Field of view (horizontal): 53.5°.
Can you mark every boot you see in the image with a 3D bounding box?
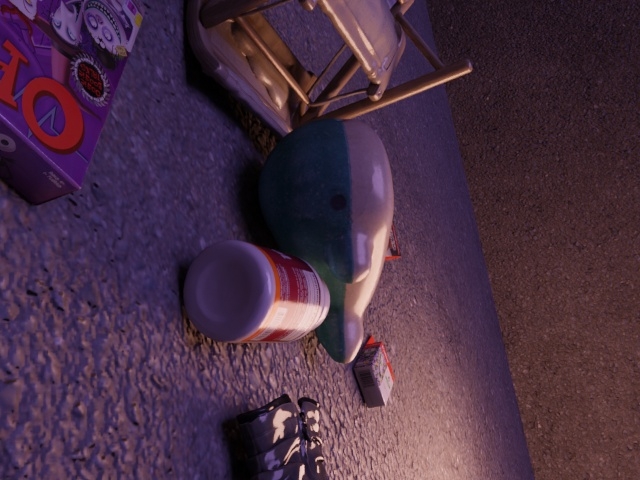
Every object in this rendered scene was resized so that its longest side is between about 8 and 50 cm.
[{"bbox_3d":[-0.044,0.214,0.517,0.246,0.083,0.161,25,45,-71],"label":"boot"}]

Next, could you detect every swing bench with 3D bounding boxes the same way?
[{"bbox_3d":[0.006,-0.243,0.741,0.165,0.254,0.253,61,11,30],"label":"swing bench"}]

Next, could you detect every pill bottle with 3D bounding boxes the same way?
[{"bbox_3d":[-0.049,0.051,0.581,0.152,0.086,0.086,21,56,-66],"label":"pill bottle"}]

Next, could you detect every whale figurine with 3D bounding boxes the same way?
[{"bbox_3d":[0.000,0.000,0.718,0.216,0.141,0.272,-107,-162,-70],"label":"whale figurine"}]

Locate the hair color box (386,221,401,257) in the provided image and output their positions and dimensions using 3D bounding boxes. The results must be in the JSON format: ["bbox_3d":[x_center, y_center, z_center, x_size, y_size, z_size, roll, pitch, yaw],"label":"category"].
[{"bbox_3d":[0.087,-0.002,1.028,0.141,0.043,0.072,1,76,-68],"label":"hair color box"}]

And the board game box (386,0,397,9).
[{"bbox_3d":[0.091,-0.633,1.450,0.319,0.066,0.318,69,22,-14],"label":"board game box"}]

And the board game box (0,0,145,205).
[{"bbox_3d":[-0.236,-0.204,0.342,0.347,0.056,0.208,53,34,-45],"label":"board game box"}]

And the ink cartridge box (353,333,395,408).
[{"bbox_3d":[0.082,0.181,0.903,0.063,0.029,0.115,70,21,-10],"label":"ink cartridge box"}]
